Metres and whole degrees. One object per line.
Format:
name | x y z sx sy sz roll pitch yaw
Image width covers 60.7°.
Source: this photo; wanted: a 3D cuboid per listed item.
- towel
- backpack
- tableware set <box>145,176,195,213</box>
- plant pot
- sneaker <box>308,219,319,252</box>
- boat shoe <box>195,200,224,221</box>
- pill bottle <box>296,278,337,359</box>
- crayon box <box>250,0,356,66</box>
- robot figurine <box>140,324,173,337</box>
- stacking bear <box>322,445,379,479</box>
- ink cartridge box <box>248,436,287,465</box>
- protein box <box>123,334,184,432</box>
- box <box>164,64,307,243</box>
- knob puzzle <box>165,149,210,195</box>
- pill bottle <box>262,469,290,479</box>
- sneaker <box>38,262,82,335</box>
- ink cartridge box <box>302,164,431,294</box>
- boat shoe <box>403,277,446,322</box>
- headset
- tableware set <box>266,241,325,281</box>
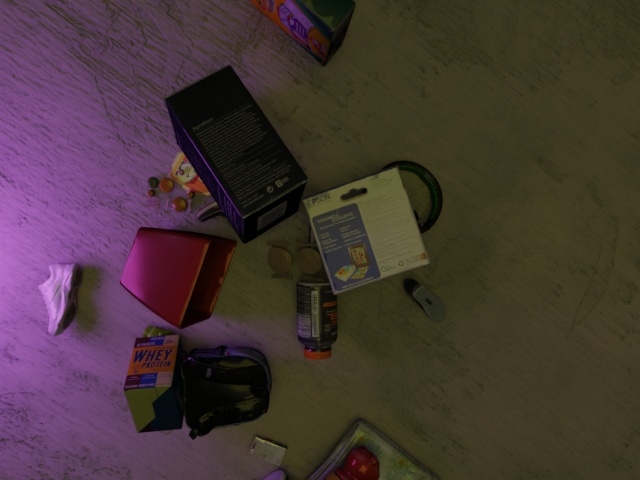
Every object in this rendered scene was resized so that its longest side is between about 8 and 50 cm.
towel | 0.169 0.816 1.801 0.374 0.090 0.321 39 91 -5
backpack | -0.281 0.448 1.692 0.263 0.213 0.277 -2 99 4
tableware set | -0.476 -0.146 1.734 0.154 0.024 0.104 9 99 2
plant pot | -0.436 0.086 1.650 0.235 0.267 0.268 19 91 8
sneaker | 0.000 0.000 1.760 0.073 0.063 0.162 2 94 -8
boat shoe | -0.281 -0.104 1.726 0.223 0.080 0.074 -26 89 -7
pill bottle | -0.010 0.251 1.738 0.130 0.130 0.246 -1 94 -4
crayon box | -0.067 -0.682 1.567 0.313 0.363 0.106 39 90 -5
robot figurine | -0.509 0.316 1.739 0.115 0.067 0.101 31 118 -6
stacking bear | 0.078 0.776 1.681 0.164 0.175 0.289 38 79 -12
ink cartridge box | -0.173 0.689 1.801 0.115 0.029 0.063 25 92 -4
protein box | -0.486 0.428 1.645 0.135 0.201 0.200 -4 125 -4
box | -0.239 -0.232 1.567 0.212 0.293 0.396 -33 83 -14
knob puzzle | -0.369 -0.228 1.739 0.213 0.030 0.213 0 93 -4
pill bottle | -0.110 0.865 1.770 0.119 0.119 0.209 -33 95 -2
sneaker | -0.825 0.178 1.710 0.115 0.090 0.232 9 83 2
ink cartridge box | 0.136 -0.029 1.632 0.303 0.072 0.307 -18 88 4
boat shoe | 0.345 0.192 1.796 0.065 0.083 0.183 -42 122 0
headset | 0.210 -0.078 1.755 0.394 0.185 0.243 -43 91 -16
tableware set | -0.077 0.059 1.739 0.194 0.039 0.128 1 108 25
